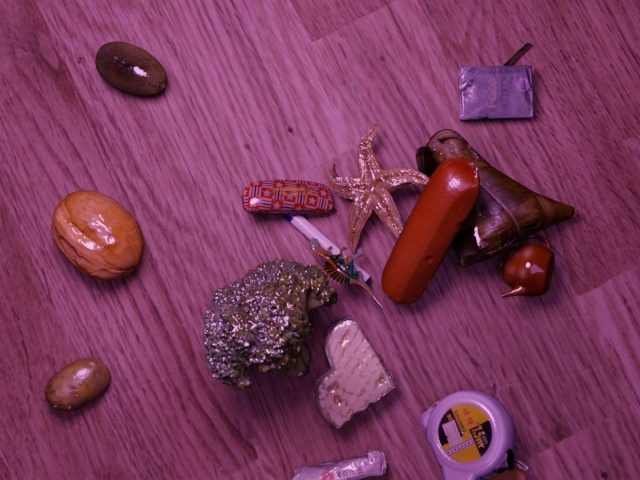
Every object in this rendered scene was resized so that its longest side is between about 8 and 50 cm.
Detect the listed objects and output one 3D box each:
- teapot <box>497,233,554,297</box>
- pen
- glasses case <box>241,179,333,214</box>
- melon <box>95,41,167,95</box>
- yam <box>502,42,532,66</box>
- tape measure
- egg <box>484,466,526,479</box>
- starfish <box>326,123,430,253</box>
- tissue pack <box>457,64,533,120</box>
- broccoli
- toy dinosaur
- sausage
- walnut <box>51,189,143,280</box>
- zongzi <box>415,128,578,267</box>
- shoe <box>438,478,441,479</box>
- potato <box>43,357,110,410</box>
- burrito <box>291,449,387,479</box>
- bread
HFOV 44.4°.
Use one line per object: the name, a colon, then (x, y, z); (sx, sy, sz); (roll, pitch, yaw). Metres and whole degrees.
teapot: (0.423, 0.054, 1.624); (0.116, 0.116, 0.173); (25, 61, 3)
pen: (0.000, 0.000, 1.663); (0.269, 0.033, 0.033); (42, 87, 3)
glasses case: (-0.067, -0.092, 1.634); (0.194, 0.049, 0.073); (-1, 67, -18)
melon: (-0.400, -0.363, 1.665); (0.162, 0.099, 0.099); (25, 86, 4)
yam: (0.416, -0.391, 1.698); (0.107, 0.014, 0.014); (-44, 86, -1)
tape measure: (0.306, 0.397, 1.574); (0.178, 0.105, 0.196); (-29, 60, 20)
egg: (0.375, 0.497, 1.594); (0.096, 0.080, 0.080); (-9, 85, 10)
starfish: (0.115, -0.103, 1.630); (0.235, 0.062, 0.277); (11, 92, 23)
tissue pack: (0.371, -0.313, 1.671); (0.156, 0.051, 0.112); (-2, 95, 0)
broccoli: (-0.103, 0.158, 1.551); (0.288, 0.260, 0.235); (-25, 71, -4)
toy dinosaur: (0.049, 0.063, 1.592); (0.106, 0.044, 0.187); (2, 54, -38)
sausage: (0.210, -0.010, 1.549); (0.094, 0.348, 0.097); (-4, 41, -36)
walnut: (-0.458, -0.013, 1.610); (0.206, 0.159, 0.159); (40, 87, 2)
zongzi: (0.367, -0.116, 1.632); (0.288, 0.134, 0.286); (-20, 79, -16)
shoe: (0.184, 0.529, 1.602); (0.143, 0.064, 0.071); (-4, 86, -2)
potato: (-0.505, 0.298, 1.624); (0.138, 0.070, 0.091); (-33, 87, -2)
burrito: (0.038, 0.476, 1.609); (0.203, 0.064, 0.064); (-15, 85, 0)
bread: (0.077, 0.274, 1.623); (0.172, 0.064, 0.232); (8, 87, 1)
